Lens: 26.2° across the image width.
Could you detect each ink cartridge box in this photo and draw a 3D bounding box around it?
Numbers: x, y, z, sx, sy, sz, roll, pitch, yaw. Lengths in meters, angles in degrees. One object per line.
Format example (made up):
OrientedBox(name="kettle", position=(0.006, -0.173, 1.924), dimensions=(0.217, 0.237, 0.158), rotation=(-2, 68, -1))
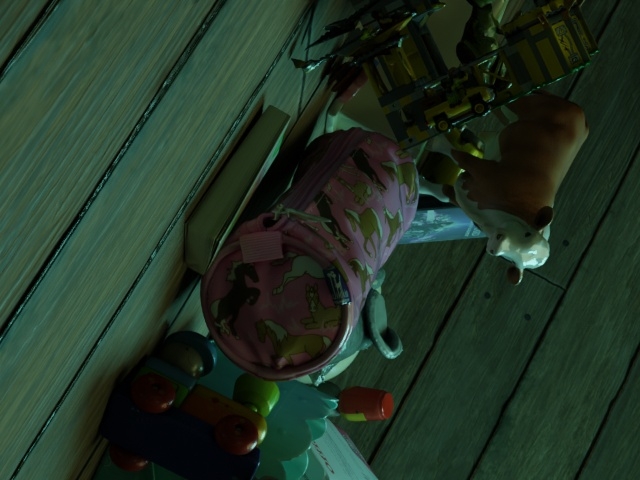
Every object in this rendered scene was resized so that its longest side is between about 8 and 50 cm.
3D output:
OrientedBox(name="ink cartridge box", position=(-0.018, 0.317, 1.834), dimensions=(0.117, 0.207, 0.283), rotation=(-40, 143, 5))

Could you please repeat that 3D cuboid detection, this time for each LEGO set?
OrientedBox(name="LEGO set", position=(0.136, -0.222, 1.348), dimensions=(0.255, 0.192, 0.331), rotation=(-24, -176, 24))

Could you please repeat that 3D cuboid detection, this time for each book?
OrientedBox(name="book", position=(-0.079, -0.046, 1.278), dimensions=(0.144, 0.035, 0.096), rotation=(-60, 178, -23))

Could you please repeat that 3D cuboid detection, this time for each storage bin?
OrientedBox(name="storage bin", position=(0.117, -0.195, 1.791), dimensions=(0.262, 0.123, 0.260), rotation=(-60, 174, -16))

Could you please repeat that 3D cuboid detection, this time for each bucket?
OrientedBox(name="bucket", position=(-0.120, 0.245, 1.503), dimensions=(0.281, 0.183, 0.281), rotation=(-61, 174, -10))

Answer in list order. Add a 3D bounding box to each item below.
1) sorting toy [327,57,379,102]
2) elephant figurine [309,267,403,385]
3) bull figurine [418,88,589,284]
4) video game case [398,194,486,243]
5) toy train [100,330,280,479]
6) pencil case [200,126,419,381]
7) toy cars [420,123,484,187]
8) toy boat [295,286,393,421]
OrientedBox(name="sorting toy", position=(0.029, -0.187, 1.522), dimensions=(0.061, 0.042, 0.102), rotation=(-47, -172, 9))
OrientedBox(name="elephant figurine", position=(0.038, 0.111, 1.919), dimensions=(0.239, 0.169, 0.186), rotation=(30, 87, -52))
OrientedBox(name="bull figurine", position=(0.220, -0.085, 1.666), dimensions=(0.310, 0.188, 0.101), rotation=(-56, 171, -43))
OrientedBox(name="video game case", position=(0.096, -0.024, 1.817), dimensions=(0.196, 0.274, 0.026), rotation=(89, -5, -78))
OrientedBox(name="toy train", position=(-0.074, 0.186, 1.341), dimensions=(0.143, 0.248, 0.105), rotation=(-61, 176, -54))
OrientedBox(name="pencil case", position=(0.000, 0.000, 1.477), dimensions=(0.167, 0.160, 0.386), rotation=(-46, -177, 25))
OrientedBox(name="toy cars", position=(0.138, -0.073, 1.986), dimensions=(0.393, 0.087, 0.176), rotation=(-28, -149, 55))
OrientedBox(name="toy boat", position=(0.006, 0.157, 2.124), dimensions=(0.267, 0.148, 0.318), rotation=(-55, 137, -46))
